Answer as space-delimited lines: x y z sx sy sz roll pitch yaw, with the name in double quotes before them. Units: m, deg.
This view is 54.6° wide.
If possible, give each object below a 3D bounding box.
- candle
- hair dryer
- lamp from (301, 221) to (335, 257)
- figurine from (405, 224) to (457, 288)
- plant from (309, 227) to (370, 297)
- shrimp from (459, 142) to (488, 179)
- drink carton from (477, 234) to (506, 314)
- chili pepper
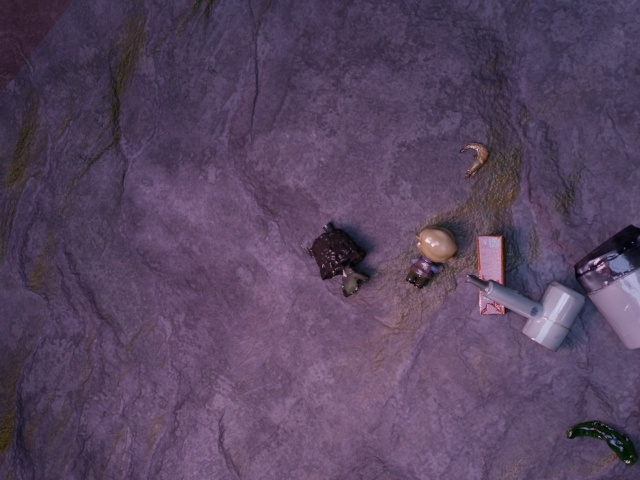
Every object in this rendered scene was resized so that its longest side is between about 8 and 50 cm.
"candle" 0.815 0.146 1.565 0.221 0.221 0.342 -36 76 15
"hair dryer" 0.528 0.154 1.648 0.357 0.107 0.173 25 96 -19
"lamp" 0.001 0.000 1.975 0.121 0.041 0.054 -39 84 11
"figurine" 0.324 0.050 1.828 0.114 0.108 0.195 35 117 28
"plant" 0.064 0.070 1.889 0.203 0.131 0.142 51 145 18
"shrimp" 0.439 -0.235 1.828 0.083 0.023 0.114 34 94 21
"drink carton" 0.486 0.097 1.755 0.071 0.096 0.222 -2 87 20
"chili pepper" 0.758 0.531 1.660 0.182 0.050 0.073 23 102 22
